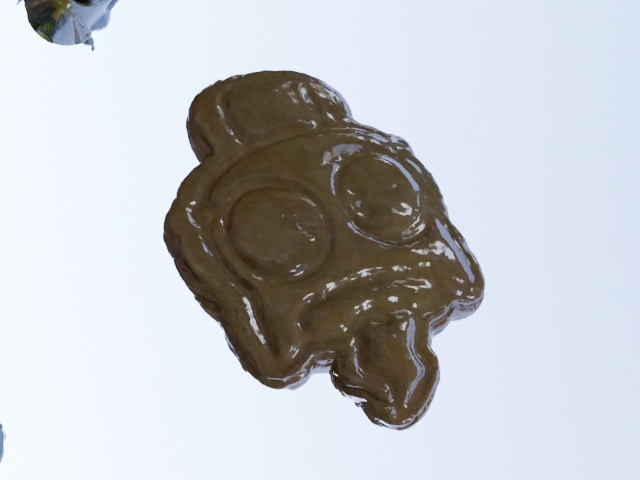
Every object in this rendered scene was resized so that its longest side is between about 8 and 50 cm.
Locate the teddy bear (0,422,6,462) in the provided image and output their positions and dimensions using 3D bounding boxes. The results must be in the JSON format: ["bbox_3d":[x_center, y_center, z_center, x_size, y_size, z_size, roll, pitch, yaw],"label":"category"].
[{"bbox_3d":[-0.256,0.069,0.645,0.236,0.151,0.267,177,-99,-70],"label":"teddy bear"}]

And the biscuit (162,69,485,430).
[{"bbox_3d":[0.001,-0.002,1.076,0.376,0.269,0.051,63,-26,21],"label":"biscuit"}]

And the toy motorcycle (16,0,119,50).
[{"bbox_3d":[-0.253,-0.248,1.230,0.130,0.094,0.229,-60,-169,-10],"label":"toy motorcycle"}]
